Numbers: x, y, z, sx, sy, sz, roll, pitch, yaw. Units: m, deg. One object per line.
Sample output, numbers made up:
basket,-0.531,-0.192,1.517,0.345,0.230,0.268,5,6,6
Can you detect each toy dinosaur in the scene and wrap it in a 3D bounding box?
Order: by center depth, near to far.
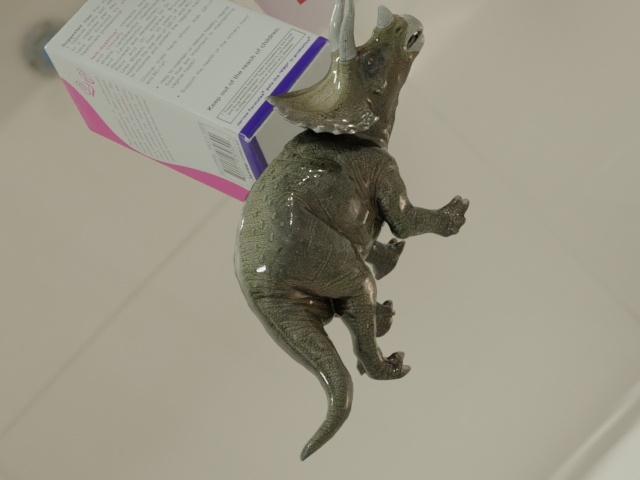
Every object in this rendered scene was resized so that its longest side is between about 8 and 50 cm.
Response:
toy dinosaur,0.000,0.000,1.215,0.121,0.160,0.313,-20,42,55

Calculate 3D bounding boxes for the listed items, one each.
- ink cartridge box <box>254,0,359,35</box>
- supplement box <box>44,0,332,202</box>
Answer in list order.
ink cartridge box,-0.038,-0.405,1.521,0.285,0.395,0.166,-38,20,13
supplement box,-0.094,-0.122,1.461,0.220,0.111,0.114,24,65,30
